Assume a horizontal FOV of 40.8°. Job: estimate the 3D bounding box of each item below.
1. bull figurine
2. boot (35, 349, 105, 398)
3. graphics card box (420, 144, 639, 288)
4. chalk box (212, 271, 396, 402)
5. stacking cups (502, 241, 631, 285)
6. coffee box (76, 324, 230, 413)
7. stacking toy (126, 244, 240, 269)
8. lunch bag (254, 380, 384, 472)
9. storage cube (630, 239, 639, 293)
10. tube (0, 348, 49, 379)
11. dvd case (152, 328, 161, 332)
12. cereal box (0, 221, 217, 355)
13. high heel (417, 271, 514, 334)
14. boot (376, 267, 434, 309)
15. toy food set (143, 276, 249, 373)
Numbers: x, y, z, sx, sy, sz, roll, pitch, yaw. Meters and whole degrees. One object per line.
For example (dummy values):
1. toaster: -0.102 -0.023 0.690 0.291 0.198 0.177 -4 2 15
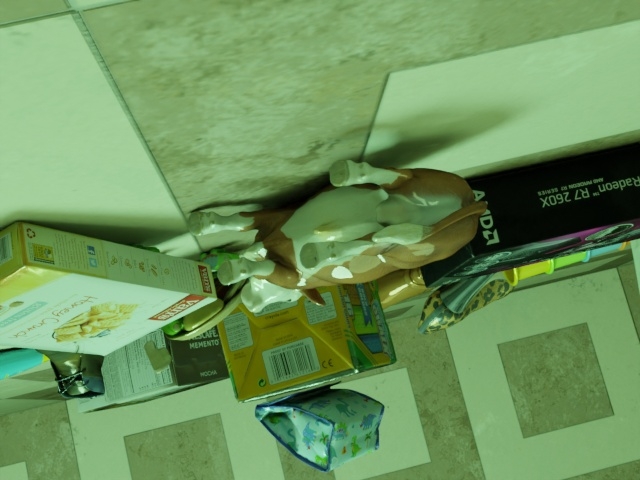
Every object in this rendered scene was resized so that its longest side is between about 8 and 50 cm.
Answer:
1. bull figurine: 0.000 0.000 0.813 0.310 0.101 0.188 -22 166 40
2. boot: -0.382 0.193 1.343 0.082 0.106 0.219 -15 170 4
3. graphics card box: 0.316 -0.037 1.071 0.371 0.094 0.233 -11 170 -10
4. chalk box: -0.010 0.117 1.242 0.180 0.179 0.289 -17 171 15
5. stacking cups: 0.447 -0.020 1.409 0.316 0.096 0.096 -19 170 -3
6. coffee box: -0.324 0.245 1.674 0.297 0.118 0.168 -21 167 35
7. stacking toy: -0.218 0.055 0.966 0.221 0.052 0.167 -20 169 28
8. lunch bag: -0.002 0.263 1.275 0.151 0.096 0.129 15 -168 39
9. storage cube: 0.586 -0.011 1.268 0.193 0.214 0.183 -6 170 -6
10. tube: -0.502 0.198 1.403 0.080 0.052 0.207 -10 -179 41
11. dvd case: -0.256 0.122 1.383 0.165 0.018 0.221 -14 169 -4
12. cereal box: -0.239 0.055 0.812 0.173 0.047 0.240 -26 156 27
13. high heel: 0.268 0.109 1.621 0.186 0.093 0.261 -43 162 7
14. boot: 0.146 0.072 1.515 0.197 0.072 0.152 -22 177 -32
15. toy food set: -0.140 0.072 1.036 0.192 0.038 0.132 -39 -162 -12
